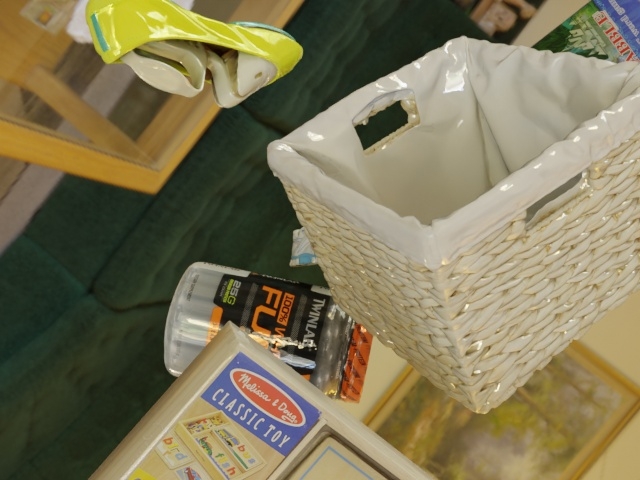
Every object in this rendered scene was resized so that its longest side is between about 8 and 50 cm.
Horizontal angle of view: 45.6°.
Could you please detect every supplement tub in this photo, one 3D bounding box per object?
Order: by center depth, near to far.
[{"bbox_3d":[-0.082,0.166,1.314,0.207,0.338,0.207,11,90,-86],"label":"supplement tub"}]

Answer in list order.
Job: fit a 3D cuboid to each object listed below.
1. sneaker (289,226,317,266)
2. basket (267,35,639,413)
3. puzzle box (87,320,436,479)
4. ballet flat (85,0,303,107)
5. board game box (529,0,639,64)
[{"bbox_3d":[0.000,0.000,1.332,0.071,0.083,0.190,-4,177,-35],"label":"sneaker"},{"bbox_3d":[0.176,-0.038,0.888,0.328,0.331,0.266,-33,123,-17],"label":"basket"},{"bbox_3d":[-0.009,0.288,0.628,0.272,0.409,0.052,-49,-159,0],"label":"puzzle box"},{"bbox_3d":[-0.101,-0.159,0.671,0.077,0.077,0.231,-24,161,37],"label":"ballet flat"},{"bbox_3d":[0.467,-0.211,1.167,0.066,0.319,0.318,-38,-179,-22],"label":"board game box"}]
